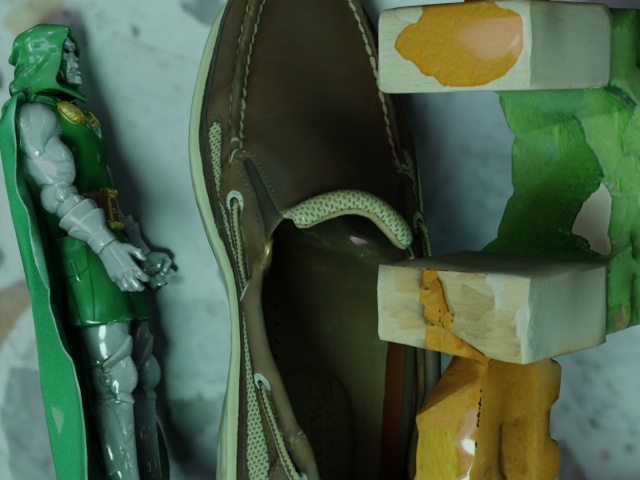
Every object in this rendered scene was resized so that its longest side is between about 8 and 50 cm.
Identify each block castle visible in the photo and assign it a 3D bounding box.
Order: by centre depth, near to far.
[{"bbox_3d":[0.188,-0.022,0.490,0.303,0.213,0.453,4,97,37],"label":"block castle"}]

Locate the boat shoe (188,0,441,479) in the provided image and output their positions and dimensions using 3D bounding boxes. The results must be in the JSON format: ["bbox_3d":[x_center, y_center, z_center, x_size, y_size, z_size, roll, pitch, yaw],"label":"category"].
[{"bbox_3d":[0.008,0.000,0.591,0.095,0.095,0.257,130,138,-62],"label":"boat shoe"}]

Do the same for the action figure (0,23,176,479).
[{"bbox_3d":[-0.099,0.016,0.699,0.063,0.137,0.232,-15,87,5],"label":"action figure"}]
